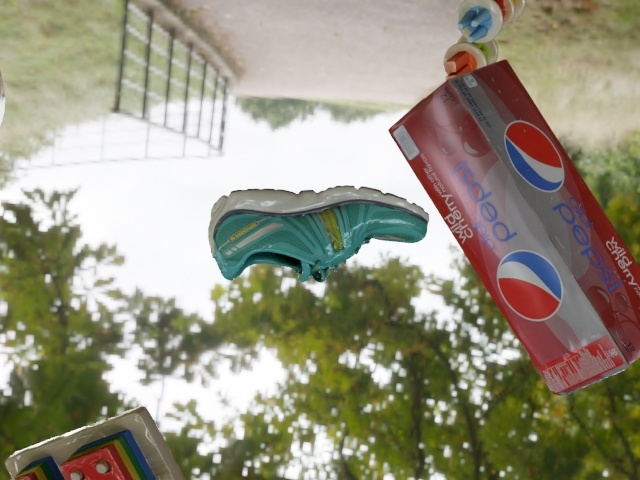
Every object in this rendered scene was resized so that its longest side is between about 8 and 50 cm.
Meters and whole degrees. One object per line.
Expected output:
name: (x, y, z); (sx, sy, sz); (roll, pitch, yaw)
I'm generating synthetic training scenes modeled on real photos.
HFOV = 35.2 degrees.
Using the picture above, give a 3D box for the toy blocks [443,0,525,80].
toy blocks: (0.172, -0.225, 1.139); (0.054, 0.123, 0.148); (32, -146, 10)

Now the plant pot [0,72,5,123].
plant pot: (-0.283, -0.037, 0.496); (0.237, 0.237, 0.254); (13, -145, 18)

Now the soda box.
soda box: (0.171, -0.012, 0.824); (0.092, 0.263, 0.083); (-24, 171, -44)

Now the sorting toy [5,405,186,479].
sorting toy: (-0.309, 0.398, 1.430); (0.257, 0.255, 0.089); (-23, -171, 23)

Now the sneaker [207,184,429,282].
sneaker: (0.000, 0.000, 1.239); (0.275, 0.110, 0.107); (-4, 160, -9)
